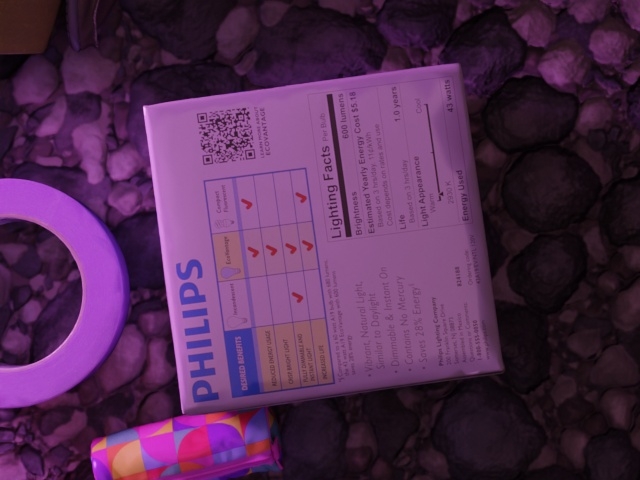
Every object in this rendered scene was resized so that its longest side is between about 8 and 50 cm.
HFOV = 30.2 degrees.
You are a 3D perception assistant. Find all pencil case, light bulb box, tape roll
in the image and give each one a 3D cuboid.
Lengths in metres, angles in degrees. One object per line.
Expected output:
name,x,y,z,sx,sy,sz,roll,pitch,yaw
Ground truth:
pencil case,-0.163,0.264,1.447,0.236,0.104,0.104,-17,88,-3
light bulb box,0.000,0.000,1.404,0.361,0.225,0.357,-7,88,-2
tape roll,-0.375,0.064,1.452,0.275,0.090,0.274,0,88,-4

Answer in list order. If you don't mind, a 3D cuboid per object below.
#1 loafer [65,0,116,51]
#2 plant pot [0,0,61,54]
loafer,-0.258,-0.352,1.472,0.088,0.094,0.251,13,92,-13
plant pot,-0.400,-0.367,1.402,0.275,0.275,0.293,-2,99,-3
